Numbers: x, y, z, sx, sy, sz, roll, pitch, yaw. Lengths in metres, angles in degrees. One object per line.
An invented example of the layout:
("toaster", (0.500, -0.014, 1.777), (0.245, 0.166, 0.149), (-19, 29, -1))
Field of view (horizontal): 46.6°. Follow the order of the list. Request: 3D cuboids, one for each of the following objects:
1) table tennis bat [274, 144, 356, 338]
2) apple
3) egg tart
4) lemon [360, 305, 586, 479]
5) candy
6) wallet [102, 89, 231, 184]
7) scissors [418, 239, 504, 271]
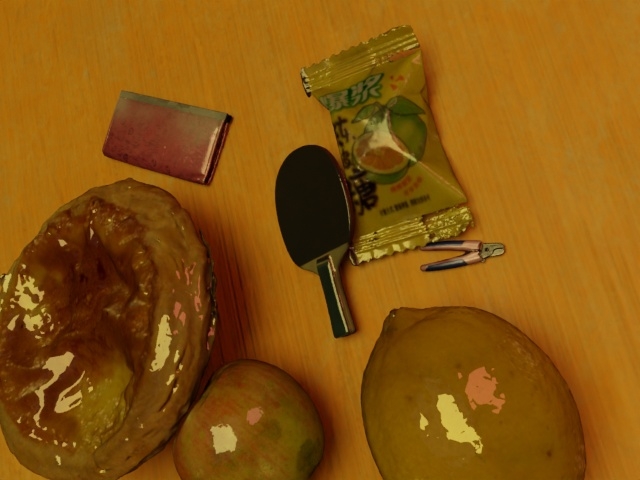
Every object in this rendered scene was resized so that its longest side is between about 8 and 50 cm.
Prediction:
("table tennis bat", (0.000, 0.000, 1.029), (0.154, 0.021, 0.274), (-28, 73, 47))
("apple", (-0.089, 0.254, 0.957), (0.196, 0.196, 0.196), (-5, 78, 26))
("egg tart", (-0.300, 0.128, 1.090), (0.443, 0.178, 0.443), (-10, 71, 32))
("lemon", (0.163, 0.201, 0.815), (0.236, 0.236, 0.263), (-13, 68, 25))
("candy", (0.084, -0.129, 1.006), (0.187, 0.081, 0.297), (-18, 83, 25))
("wallet", (-0.257, -0.170, 1.217), (0.232, 0.025, 0.119), (17, 88, 29))
("scissors", (0.182, 0.017, 0.962), (0.113, 0.012, 0.039), (-6, 77, 26))
